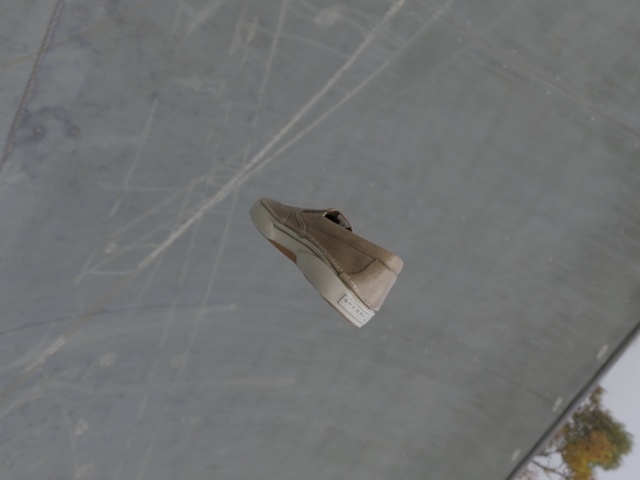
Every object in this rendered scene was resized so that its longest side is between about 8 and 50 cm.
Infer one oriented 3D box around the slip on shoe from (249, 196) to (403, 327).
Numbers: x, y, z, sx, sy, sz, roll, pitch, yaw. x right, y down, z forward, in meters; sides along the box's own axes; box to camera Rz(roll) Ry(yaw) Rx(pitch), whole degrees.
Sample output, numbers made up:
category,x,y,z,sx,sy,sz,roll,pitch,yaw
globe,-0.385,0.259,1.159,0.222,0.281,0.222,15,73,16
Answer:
category,x,y,z,sx,sy,sz,roll,pitch,yaw
slip on shoe,0.000,0.000,0.378,0.041,0.135,0.051,-48,120,0
